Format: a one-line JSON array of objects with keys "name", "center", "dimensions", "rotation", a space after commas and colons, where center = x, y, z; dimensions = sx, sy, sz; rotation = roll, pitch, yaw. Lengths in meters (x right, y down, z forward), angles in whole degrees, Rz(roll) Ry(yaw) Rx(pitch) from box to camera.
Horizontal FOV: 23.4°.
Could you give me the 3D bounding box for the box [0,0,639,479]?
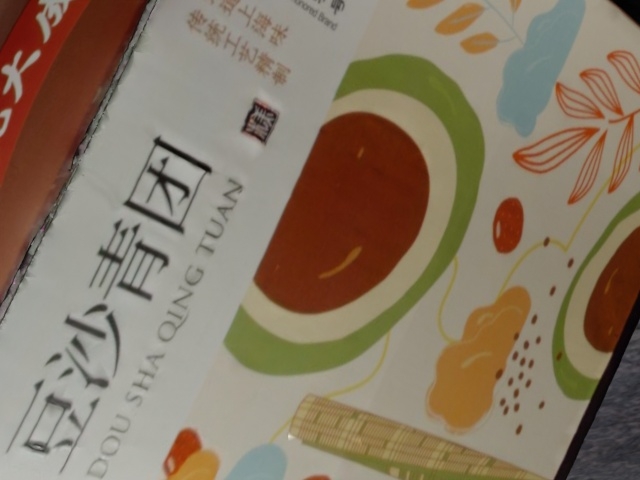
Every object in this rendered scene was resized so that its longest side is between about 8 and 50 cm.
[{"name": "box", "center": [0.000, 0.000, 0.765], "dimensions": [0.385, 0.345, 0.122], "rotation": [28, 175, -43]}]
